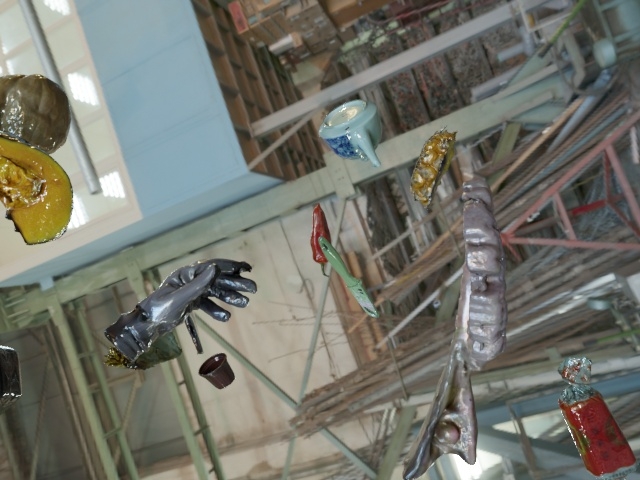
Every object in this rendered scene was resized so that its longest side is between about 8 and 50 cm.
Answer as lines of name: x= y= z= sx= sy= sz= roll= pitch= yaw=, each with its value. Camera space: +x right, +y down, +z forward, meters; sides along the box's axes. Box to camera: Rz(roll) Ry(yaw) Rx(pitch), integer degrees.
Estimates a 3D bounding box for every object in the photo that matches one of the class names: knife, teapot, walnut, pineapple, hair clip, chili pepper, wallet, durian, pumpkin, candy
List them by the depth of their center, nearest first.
hair clip: x=0.142 y=0.093 z=0.503 sx=0.173 sy=0.069 sz=0.300 roll=-13 pitch=-66 yaw=-76
knife: x=0.046 y=0.059 z=0.770 sx=0.207 sy=0.030 sz=0.014 roll=56 pitch=-133 yaw=-42
candy: x=0.492 y=0.341 z=0.925 sx=0.059 sy=0.086 sz=0.292 roll=-88 pitch=-27 yaw=-85
pumpkin: x=-0.680 y=-0.163 z=1.205 sx=0.148 sy=0.169 sz=0.312 roll=51 pitch=164 yaw=56
pineapple: x=0.275 y=-0.182 z=1.288 sx=0.225 sy=0.076 sz=0.224 roll=20 pitch=-90 yaw=-78
chili pepper: x=-0.001 y=0.000 z=1.315 sx=0.059 sy=0.050 sz=0.191 roll=-8 pitch=-86 yaw=-54
teapot: x=0.088 y=-0.264 z=1.319 sx=0.159 sy=0.159 sz=0.232 roll=58 pitch=-178 yaw=-32
durian: x=-0.485 y=0.289 z=1.431 sx=0.139 sy=0.144 sz=0.252 roll=30 pitch=-179 yaw=13
wallet: x=-0.393 y=0.267 z=1.595 sx=0.255 sy=0.031 sz=0.137 roll=-167 pitch=63 yaw=-74
walnut: x=-0.974 y=-0.407 z=1.722 sx=0.285 sy=0.297 sz=0.285 roll=9 pitch=-90 yaw=-72

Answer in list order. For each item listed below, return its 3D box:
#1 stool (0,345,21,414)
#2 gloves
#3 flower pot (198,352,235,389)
stool: x=-0.863 y=0.348 z=1.261 sx=0.141 sy=0.232 sz=0.232 roll=118 pitch=135 yaw=-74
gloves: x=-0.252 y=0.114 z=0.938 sx=0.119 sy=0.286 sz=0.142 roll=62 pitch=166 yaw=16
flower pot: x=-0.343 y=0.449 z=1.753 sx=0.089 sy=0.111 sz=0.111 roll=61 pitch=-162 yaw=-21
